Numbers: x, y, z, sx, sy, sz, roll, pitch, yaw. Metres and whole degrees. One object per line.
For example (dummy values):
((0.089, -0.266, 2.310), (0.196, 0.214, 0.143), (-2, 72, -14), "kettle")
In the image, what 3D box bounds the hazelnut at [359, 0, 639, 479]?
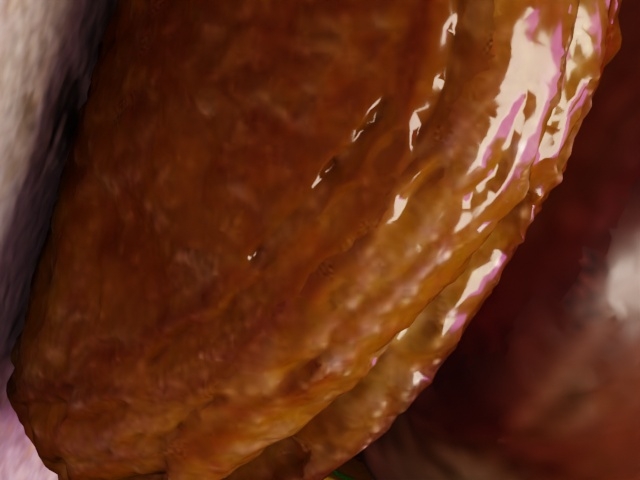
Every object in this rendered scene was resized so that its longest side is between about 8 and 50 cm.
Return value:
((0.175, 0.002, 0.936), (0.421, 0.352, 0.421), (-36, 163, -13), "hazelnut")

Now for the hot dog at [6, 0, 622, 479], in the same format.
((0.008, -0.066, 0.650), (0.267, 0.174, 0.387), (-65, 174, -76), "hot dog")

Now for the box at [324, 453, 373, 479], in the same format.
((0.037, 0.163, 1.170), (0.301, 0.193, 0.084), (-22, 135, -74), "box")
